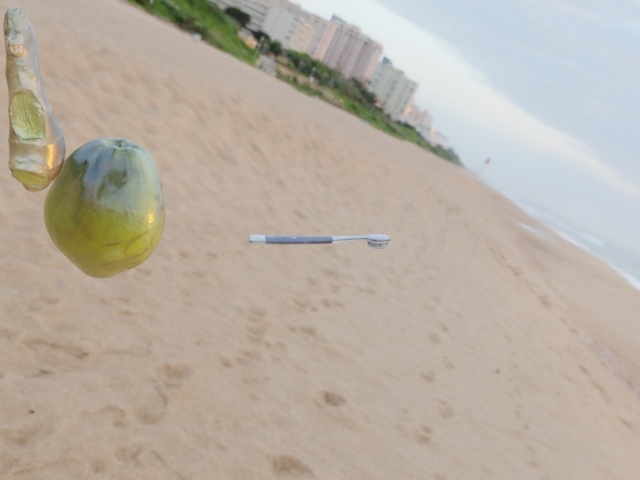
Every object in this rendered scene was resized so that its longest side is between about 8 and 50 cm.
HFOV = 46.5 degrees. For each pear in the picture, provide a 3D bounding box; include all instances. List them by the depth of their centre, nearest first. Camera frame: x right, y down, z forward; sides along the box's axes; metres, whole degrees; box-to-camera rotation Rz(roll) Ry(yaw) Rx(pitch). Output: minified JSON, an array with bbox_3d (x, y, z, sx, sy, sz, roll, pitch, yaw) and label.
[{"bbox_3d":[-0.454,-0.066,1.600,0.268,0.321,0.269,17,23,-8],"label":"pear"}]

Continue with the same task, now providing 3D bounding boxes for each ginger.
[{"bbox_3d":[-0.461,-0.220,1.193,0.086,0.295,0.131,4,21,8],"label":"ginger"}]

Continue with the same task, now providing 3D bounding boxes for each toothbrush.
[{"bbox_3d":[0.000,0.000,1.466,0.287,0.026,0.024,0,37,-17],"label":"toothbrush"}]
